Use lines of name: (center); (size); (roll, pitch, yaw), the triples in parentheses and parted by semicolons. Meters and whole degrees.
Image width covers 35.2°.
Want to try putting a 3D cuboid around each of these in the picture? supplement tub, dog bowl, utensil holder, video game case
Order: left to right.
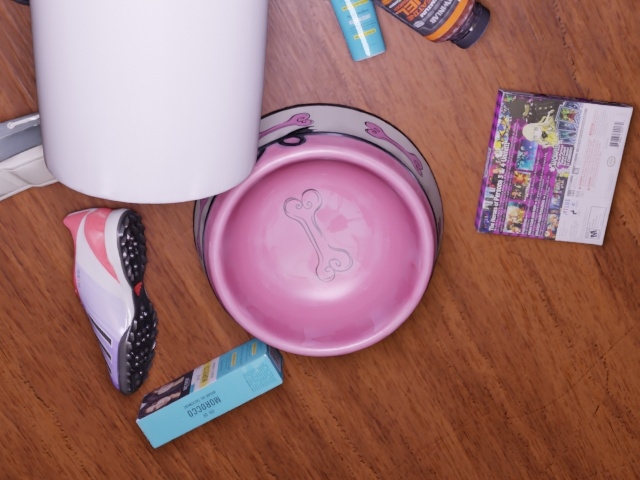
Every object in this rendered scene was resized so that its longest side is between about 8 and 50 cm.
utensil holder: (-0.230, -0.285, 1.354); (0.328, 0.327, 0.385); (4, 119, -4)
dog bowl: (0.000, 0.000, 1.574); (0.408, 0.150, 0.407); (-1, 109, -2)
supplement tub: (0.153, -0.360, 1.473); (0.198, 0.106, 0.106); (28, 106, -22)
video game case: (0.368, -0.115, 1.606); (0.210, 0.042, 0.232); (5, 108, -4)

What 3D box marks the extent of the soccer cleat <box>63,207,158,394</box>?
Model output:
soccer cleat: (-0.339, 0.098, 1.628); (0.117, 0.108, 0.318); (5, 112, 17)

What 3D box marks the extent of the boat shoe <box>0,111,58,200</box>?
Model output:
boat shoe: (-0.517, -0.124, 1.555); (0.320, 0.116, 0.099); (-13, 66, 9)

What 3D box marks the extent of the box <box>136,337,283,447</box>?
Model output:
box: (-0.181, 0.247, 1.676); (0.244, 0.100, 0.060); (-28, 106, 6)

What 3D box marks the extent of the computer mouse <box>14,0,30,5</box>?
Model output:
computer mouse: (-0.347, -0.448, 1.460); (0.184, 0.060, 0.262); (22, 103, -17)

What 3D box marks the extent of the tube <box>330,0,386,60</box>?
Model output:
tube: (0.042, -0.374, 1.506); (0.080, 0.052, 0.207); (-22, 103, -7)
